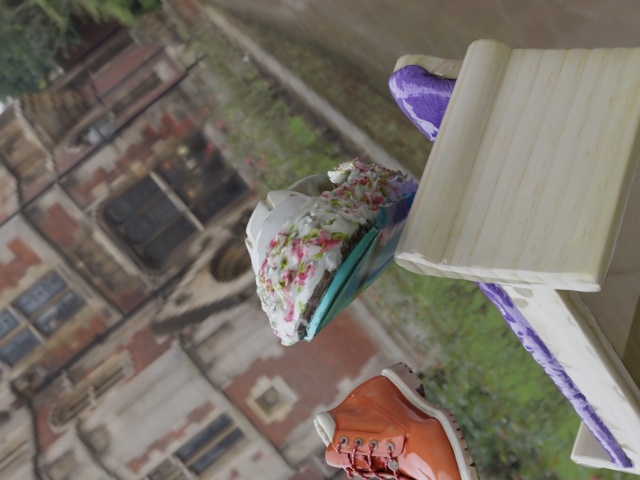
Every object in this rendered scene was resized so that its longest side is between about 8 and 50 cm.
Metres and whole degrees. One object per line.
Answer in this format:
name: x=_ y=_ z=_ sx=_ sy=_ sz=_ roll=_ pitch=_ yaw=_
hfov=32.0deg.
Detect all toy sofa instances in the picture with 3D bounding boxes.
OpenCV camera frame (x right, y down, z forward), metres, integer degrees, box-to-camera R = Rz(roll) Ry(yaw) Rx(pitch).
toy sofa: x=0.165 y=0.031 z=0.744 sx=0.177 sy=0.150 sz=0.362 roll=7 pitch=155 yaw=34

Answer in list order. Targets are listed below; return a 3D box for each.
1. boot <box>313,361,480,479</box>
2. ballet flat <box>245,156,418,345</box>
boot: x=0.050 y=0.142 z=0.740 sx=0.158 sy=0.085 sz=0.059 roll=-142 pitch=31 yaw=-65
ballet flat: x=0.000 y=0.000 z=0.644 sx=0.077 sy=0.091 sz=0.241 roll=30 pitch=-165 yaw=9
